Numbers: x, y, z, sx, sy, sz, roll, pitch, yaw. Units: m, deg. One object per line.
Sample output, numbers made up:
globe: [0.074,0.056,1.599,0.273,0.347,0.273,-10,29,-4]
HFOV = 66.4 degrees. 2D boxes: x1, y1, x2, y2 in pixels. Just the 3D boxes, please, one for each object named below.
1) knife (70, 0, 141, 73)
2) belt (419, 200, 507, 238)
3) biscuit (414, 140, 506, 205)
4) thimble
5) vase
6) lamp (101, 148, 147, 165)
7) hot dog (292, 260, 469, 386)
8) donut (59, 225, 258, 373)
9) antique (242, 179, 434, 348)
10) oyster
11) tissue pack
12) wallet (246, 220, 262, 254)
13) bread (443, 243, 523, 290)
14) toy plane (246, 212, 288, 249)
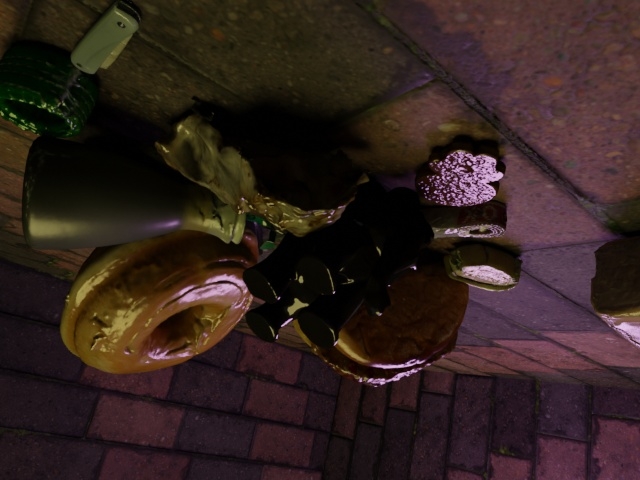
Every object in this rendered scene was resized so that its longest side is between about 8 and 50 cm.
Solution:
knife: [-0.261,-0.242,0.596,0.044,0.023,0.162,30,155,-37]
belt: [0.206,-0.031,0.859,0.232,0.053,0.071,0,158,31]
biscuit: [0.206,-0.095,0.717,0.124,0.026,0.175,10,161,3]
thimble: [-0.382,-0.203,0.678,0.130,0.090,0.118,3,155,27]
vase: [-0.289,-0.060,0.796,0.322,0.173,0.173,5,165,-22]
lamp: [-0.396,-0.094,0.927,0.182,0.139,0.182,7,163,2]
hot dog: [0.145,0.184,1.049,0.406,0.223,0.185,-9,171,-27]
donut: [-0.322,0.115,1.032,0.449,0.198,0.448,-28,152,-16]
antique: [0.028,0.032,0.801,0.322,0.255,0.185,-13,110,49]
oyster: [-0.103,-0.104,0.704,0.337,0.133,0.198,26,-163,19]
tissue pack: [0.609,0.143,0.772,0.306,0.238,0.239,34,153,-26]
wallet: [-0.224,-0.018,1.181,0.169,0.052,0.245,9,159,-2]
bread: [0.332,0.054,1.005,0.156,0.064,0.117,21,155,-21]
toy plane: [0.000,0.000,1.018,0.382,0.106,0.155,20,153,-19]
